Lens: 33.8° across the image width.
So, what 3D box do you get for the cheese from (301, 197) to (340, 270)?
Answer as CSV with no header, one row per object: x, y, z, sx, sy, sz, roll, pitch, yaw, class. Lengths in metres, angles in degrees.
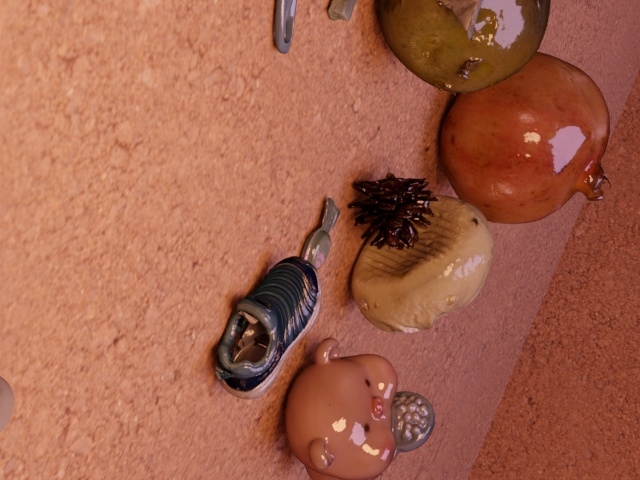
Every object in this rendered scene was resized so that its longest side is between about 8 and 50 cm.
0.000,0.000,1.561,0.120,0.026,0.067,-66,157,-14,cheese

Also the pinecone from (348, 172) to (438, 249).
0.114,-0.045,1.645,0.140,0.140,0.120,2,90,-67,pinecone

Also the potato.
0.234,-0.373,1.558,0.359,0.219,0.269,-52,128,-44,potato

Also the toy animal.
0.037,0.290,1.680,0.221,0.229,0.210,-39,-135,50,toy animal

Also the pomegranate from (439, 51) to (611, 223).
0.390,-0.181,1.939,0.338,0.338,0.338,-48,147,-45,pomegranate

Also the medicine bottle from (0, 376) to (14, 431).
-0.312,0.120,0.867,0.080,0.080,0.130,-64,157,-17,medicine bottle

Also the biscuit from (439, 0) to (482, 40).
0.114,-0.402,1.301,0.309,0.079,0.186,25,78,-30,biscuit

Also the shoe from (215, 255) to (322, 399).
-0.071,0.108,1.394,0.207,0.091,0.106,-59,160,-19,shoe

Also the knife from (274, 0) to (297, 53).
-0.035,-0.370,1.224,0.044,0.019,0.313,-29,130,-55,knife

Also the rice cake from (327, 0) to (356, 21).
0.056,-0.373,1.404,0.180,0.030,0.042,-67,161,-9,rice cake

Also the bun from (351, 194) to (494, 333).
0.174,0.046,1.734,0.160,0.259,0.259,48,59,-33,bun
